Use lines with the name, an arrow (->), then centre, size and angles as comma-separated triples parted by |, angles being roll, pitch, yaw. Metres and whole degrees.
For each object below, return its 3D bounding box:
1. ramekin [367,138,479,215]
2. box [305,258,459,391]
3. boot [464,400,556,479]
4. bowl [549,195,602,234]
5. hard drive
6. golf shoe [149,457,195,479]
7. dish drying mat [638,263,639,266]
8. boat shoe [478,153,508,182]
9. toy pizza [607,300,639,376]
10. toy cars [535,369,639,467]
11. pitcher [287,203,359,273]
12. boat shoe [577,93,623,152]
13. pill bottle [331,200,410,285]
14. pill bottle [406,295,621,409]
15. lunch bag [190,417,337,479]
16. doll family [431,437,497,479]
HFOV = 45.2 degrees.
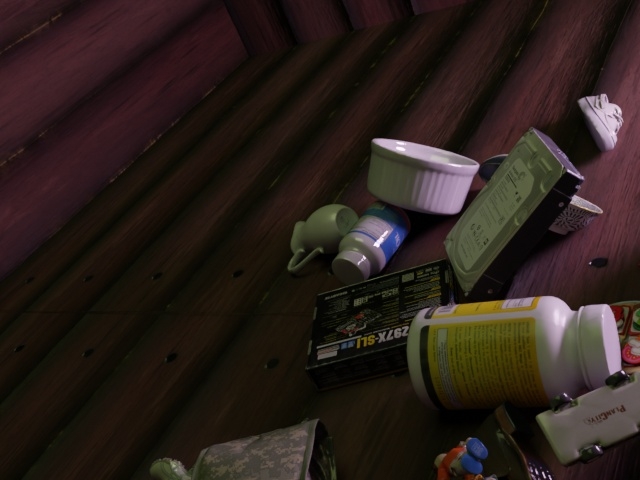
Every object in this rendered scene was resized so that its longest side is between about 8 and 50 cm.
ramekin -> 0.250, -0.160, 1.943 | 0.277, 0.135, 0.277 | 11, 14, -3
box -> 0.137, 0.178, 1.653 | 0.322, 0.079, 0.257 | -17, 31, 16
boot -> 0.304, 0.374, 1.223 | 0.106, 0.082, 0.219 | -44, 33, 24
bowl -> 0.526, -0.064, 1.700 | 0.080, 0.170, 0.170 | -69, 25, 16
hard drive -> 0.400, -0.056, 1.646 | 0.339, 0.064, 0.237 | -55, 20, 24
golf shoe -> -0.283, 0.481, 1.509 | 0.176, 0.069, 0.086 | -4, 41, 37
dish drying mat -> 0.671, 0.033, 1.526 | 0.083, 0.008, 0.032 | -34, 30, -16
boat shoe -> 0.482, -0.146, 1.896 | 0.079, 0.095, 0.254 | -29, 35, -29
toy pizza -> 0.546, 0.169, 1.376 | 0.201, 0.032, 0.201 | -20, 29, 11
toy cars -> 0.368, 0.351, 1.095 | 0.176, 0.087, 0.394 | 22, 65, 21
pitcher -> 0.000, 0.000, 2.013 | 0.207, 0.125, 0.178 | -21, 40, 50
boat shoe -> 0.728, -0.309, 1.966 | 0.088, 0.096, 0.267 | -22, 20, 18
pill bottle -> 0.121, 0.010, 1.893 | 0.124, 0.124, 0.221 | 2, 39, 41
pill bottle -> 0.336, 0.197, 1.340 | 0.334, 0.188, 0.188 | -9, 33, 30
lunch bag -> -0.095, 0.447, 1.301 | 0.235, 0.169, 0.287 | -18, 34, 15
doll family -> 0.183, 0.421, 1.134 | 0.263, 0.118, 0.163 | -47, -6, -25
